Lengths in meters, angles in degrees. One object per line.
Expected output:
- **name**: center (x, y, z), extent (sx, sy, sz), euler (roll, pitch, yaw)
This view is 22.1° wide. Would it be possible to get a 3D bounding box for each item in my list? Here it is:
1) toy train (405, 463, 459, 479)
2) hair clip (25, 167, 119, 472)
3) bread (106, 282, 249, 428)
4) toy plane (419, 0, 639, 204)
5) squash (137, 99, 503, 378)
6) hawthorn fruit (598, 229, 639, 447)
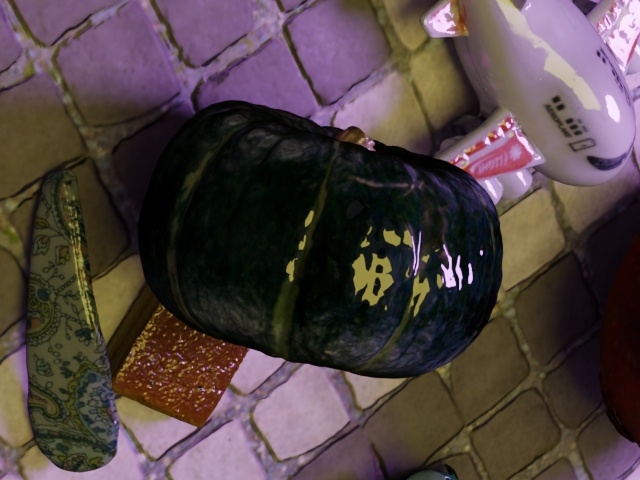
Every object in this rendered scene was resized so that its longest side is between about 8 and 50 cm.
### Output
- **toy train**: center (0.084, 0.292, 1.357), extent (0.163, 0.112, 0.203), euler (-30, 118, -15)
- **hair clip**: center (-0.178, 0.063, 1.144), extent (0.036, 0.066, 0.229), euler (-49, 140, -67)
- **bread**: center (-0.106, 0.082, 1.205), extent (0.094, 0.035, 0.090), euler (30, 89, -37)
- **toy plane**: center (0.172, -0.136, 1.263), extent (0.252, 0.118, 0.252), euler (-14, 116, -29)
- **squash**: center (0.000, 0.000, 1.113), extent (0.252, 0.252, 0.165), euler (13, 91, -36)
- **hawthorn fruit**: center (0.372, 0.084, 1.357), extent (0.316, 0.316, 0.316), euler (-11, 112, -30)
